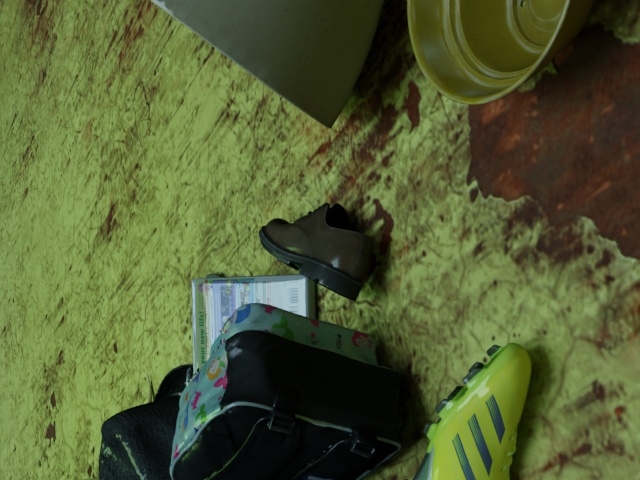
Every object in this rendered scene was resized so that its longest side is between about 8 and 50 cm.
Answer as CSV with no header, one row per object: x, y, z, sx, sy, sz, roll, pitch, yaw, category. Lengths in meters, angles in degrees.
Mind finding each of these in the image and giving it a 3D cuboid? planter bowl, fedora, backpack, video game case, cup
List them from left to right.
-0.239,0.342,1.456,0.334,0.153,0.334,0,90,58,fedora
-0.088,0.152,1.272,0.193,0.023,0.212,-4,87,33,video game case
-0.052,-0.315,1.064,0.237,0.331,0.331,-53,41,8,cup
-0.049,0.202,1.094,0.191,0.225,0.253,-91,26,-44,backpack
0.177,-0.226,0.861,0.217,0.090,0.217,1,91,58,planter bowl

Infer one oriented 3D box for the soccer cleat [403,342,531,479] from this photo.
0.147,0.225,0.932,0.121,0.093,0.289,32,116,19,soccer cleat

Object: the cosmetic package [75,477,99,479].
-0.434,0.575,1.758,0.309,0.160,0.113,45,127,50,cosmetic package

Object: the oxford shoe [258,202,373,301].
0.000,0.000,1.170,0.227,0.083,0.096,24,87,57,oxford shoe

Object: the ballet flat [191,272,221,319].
-0.147,0.116,1.391,0.213,0.068,0.072,52,133,45,ballet flat

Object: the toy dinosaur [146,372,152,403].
-0.303,0.321,1.642,0.183,0.053,0.092,-69,-10,-47,toy dinosaur
